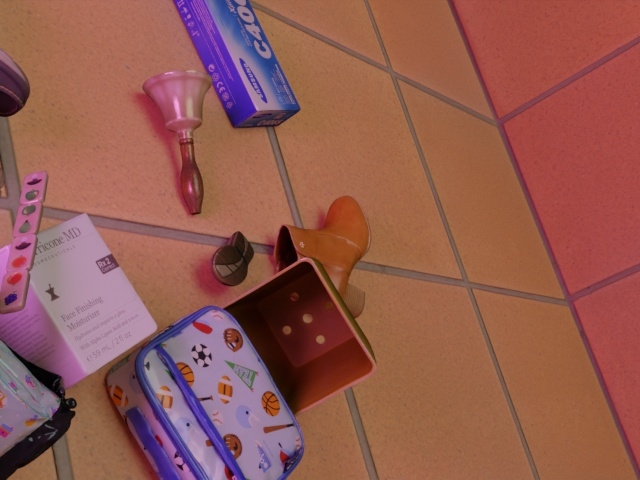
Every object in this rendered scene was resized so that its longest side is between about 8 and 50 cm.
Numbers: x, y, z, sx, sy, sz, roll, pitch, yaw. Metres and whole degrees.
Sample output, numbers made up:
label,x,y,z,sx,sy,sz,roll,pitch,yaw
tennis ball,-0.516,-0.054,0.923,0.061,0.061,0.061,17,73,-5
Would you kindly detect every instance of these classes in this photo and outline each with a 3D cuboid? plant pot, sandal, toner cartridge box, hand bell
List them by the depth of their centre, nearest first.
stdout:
label,x,y,z,sx,sy,sz,roll,pitch,yaw
plant pot,-0.038,0.152,1.471,0.212,0.212,0.187,59,12,-2
sandal,-0.161,0.036,1.536,0.072,0.049,0.180,59,16,-13
hand bell,-0.236,-0.165,1.556,0.126,0.126,0.242,5,73,-54
toner cartridge box,-0.180,-0.405,1.835,0.165,0.075,0.347,-16,79,-57

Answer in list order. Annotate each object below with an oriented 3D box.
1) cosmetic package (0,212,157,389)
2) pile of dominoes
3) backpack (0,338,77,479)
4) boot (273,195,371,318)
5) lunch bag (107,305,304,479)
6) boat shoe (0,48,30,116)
label,x,y,z,sx,sy,sz,roll,pitch,yaw
cosmetic package,-0.342,0.092,1.121,0.183,0.151,0.151,58,30,-3
pile of dominoes,-0.426,-0.004,1.017,0.251,0.196,0.040,-100,177,-47
backpack,-0.378,0.173,0.973,0.182,0.152,0.115,54,-11,-15
boot,-0.001,0.001,1.734,0.211,0.104,0.295,29,47,-41
lunch bag,-0.160,0.264,1.285,0.303,0.115,0.243,58,33,-1
boat shoe,-0.553,-0.221,1.122,0.355,0.132,0.130,20,62,-34
